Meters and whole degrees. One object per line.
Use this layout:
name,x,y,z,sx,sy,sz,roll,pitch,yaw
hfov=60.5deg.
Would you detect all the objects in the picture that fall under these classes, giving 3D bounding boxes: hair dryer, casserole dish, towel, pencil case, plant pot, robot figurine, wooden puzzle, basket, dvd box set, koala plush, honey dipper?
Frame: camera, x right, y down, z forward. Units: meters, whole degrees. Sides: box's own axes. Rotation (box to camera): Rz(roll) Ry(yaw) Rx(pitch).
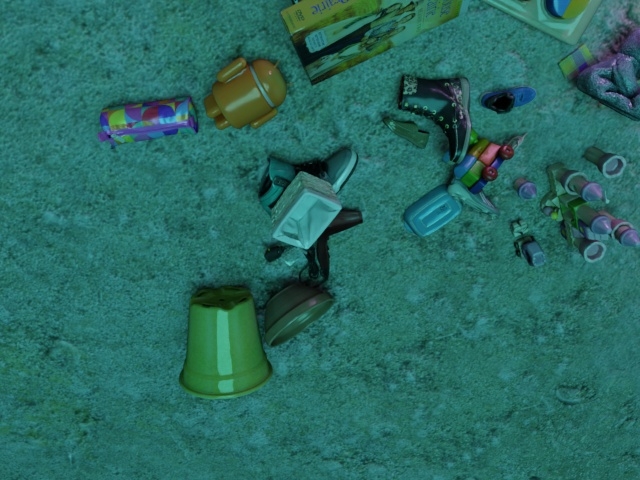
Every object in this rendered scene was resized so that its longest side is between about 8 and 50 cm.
hair dryer,0.000,0.000,1.591,0.293,0.080,0.224,-39,131,19
casserole dish,0.331,-0.081,1.592,0.188,0.037,0.114,-36,116,11
towel,0.673,-0.469,1.446,0.083,0.009,0.060,-38,114,12
pencil case,-0.425,-0.294,1.362,0.236,0.104,0.104,-11,118,-2
plant pot,-0.083,0.204,1.620,0.237,0.237,0.109,-40,75,14
robot figurine,-0.175,-0.357,1.343,0.219,0.128,0.158,-27,102,9
wooden puzzle,0.567,-0.674,1.290,0.348,0.080,0.322,19,113,-15
basket,-0.042,-0.078,1.390,0.113,0.103,0.167,21,127,-29
dvd box set,0.137,-0.505,1.215,0.420,0.307,0.062,-24,84,5
plant pot,-0.282,0.278,1.601,0.276,0.276,0.253,-3,105,-5
koala plush,0.789,-0.441,1.378,0.203,0.196,0.221,34,112,13
honey dipper,0.829,-0.410,1.486,0.161,0.030,0.030,-33,116,15

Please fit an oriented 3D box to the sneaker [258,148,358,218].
sneaker,-0.057,-0.175,1.457,0.295,0.123,0.178,-41,124,15

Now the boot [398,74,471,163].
boot,0.286,-0.313,1.394,0.179,0.085,0.236,6,75,-5

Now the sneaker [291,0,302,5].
sneaker,-0.018,-0.604,1.258,0.130,0.087,0.227,-23,120,3

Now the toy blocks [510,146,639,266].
toy blocks,0.718,-0.056,1.522,0.309,0.260,0.288,-22,118,5

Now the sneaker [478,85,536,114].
sneaker,0.502,-0.367,1.436,0.152,0.084,0.058,-5,117,-4

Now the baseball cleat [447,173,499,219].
baseball cleat,0.450,-0.136,1.558,0.206,0.072,0.109,23,86,-34

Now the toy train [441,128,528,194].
toy train,0.445,-0.255,1.489,0.143,0.105,0.248,40,68,3

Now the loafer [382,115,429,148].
loafer,0.230,-0.298,1.461,0.148,0.056,0.050,23,112,-28
